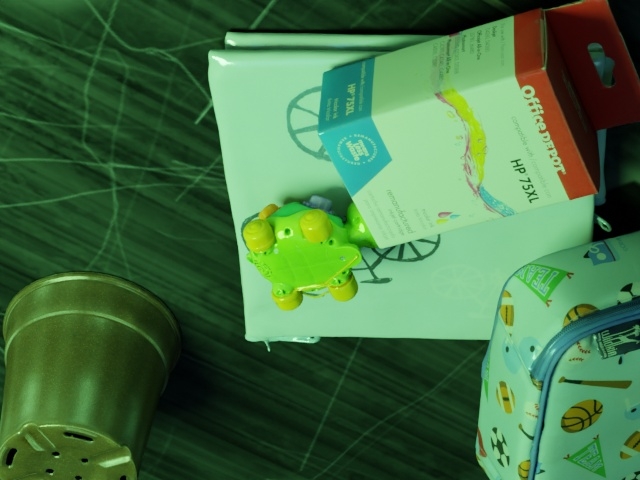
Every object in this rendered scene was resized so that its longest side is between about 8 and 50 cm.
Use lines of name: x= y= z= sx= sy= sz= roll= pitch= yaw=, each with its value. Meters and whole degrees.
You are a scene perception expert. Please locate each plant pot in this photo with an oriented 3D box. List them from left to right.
plant pot: x=-0.214 y=0.143 z=1.763 sx=0.167 sy=0.165 sz=0.167 roll=2 pitch=134 yaw=2

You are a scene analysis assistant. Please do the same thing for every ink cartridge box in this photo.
ink cartridge box: x=0.129 y=-0.090 z=1.517 sx=0.231 sy=0.078 sz=0.134 roll=-15 pitch=130 yaw=19

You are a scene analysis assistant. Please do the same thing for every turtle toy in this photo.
turtle toy: x=0.000 y=0.000 z=1.625 sx=0.130 sy=0.066 sz=0.095 roll=-10 pitch=131 yaw=15

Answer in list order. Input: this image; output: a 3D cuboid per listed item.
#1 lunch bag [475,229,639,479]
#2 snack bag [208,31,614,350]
lunch bag: x=0.265 y=0.114 z=1.697 sx=0.243 sy=0.115 sz=0.303 roll=-12 pitch=139 yaw=-17
snack bag: x=0.082 y=-0.034 z=1.656 sx=0.323 sy=0.037 sz=0.343 roll=0 pitch=134 yaw=6
